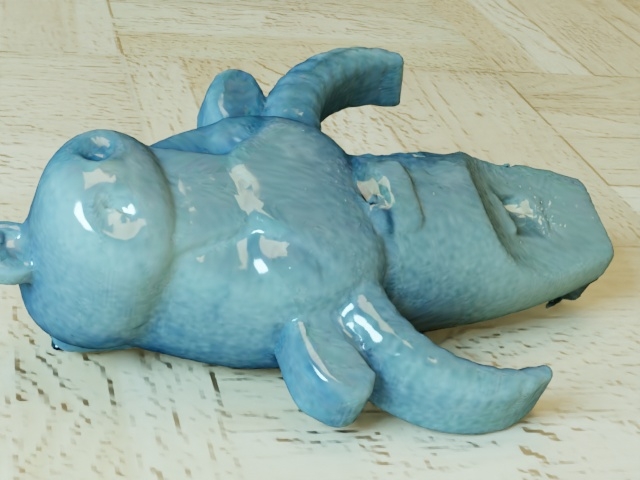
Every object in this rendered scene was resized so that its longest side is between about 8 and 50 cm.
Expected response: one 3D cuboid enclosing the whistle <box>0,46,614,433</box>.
[{"bbox_3d":[0.000,0.000,0.499,0.269,0.093,0.180,-5,54,-25],"label":"whistle"}]
